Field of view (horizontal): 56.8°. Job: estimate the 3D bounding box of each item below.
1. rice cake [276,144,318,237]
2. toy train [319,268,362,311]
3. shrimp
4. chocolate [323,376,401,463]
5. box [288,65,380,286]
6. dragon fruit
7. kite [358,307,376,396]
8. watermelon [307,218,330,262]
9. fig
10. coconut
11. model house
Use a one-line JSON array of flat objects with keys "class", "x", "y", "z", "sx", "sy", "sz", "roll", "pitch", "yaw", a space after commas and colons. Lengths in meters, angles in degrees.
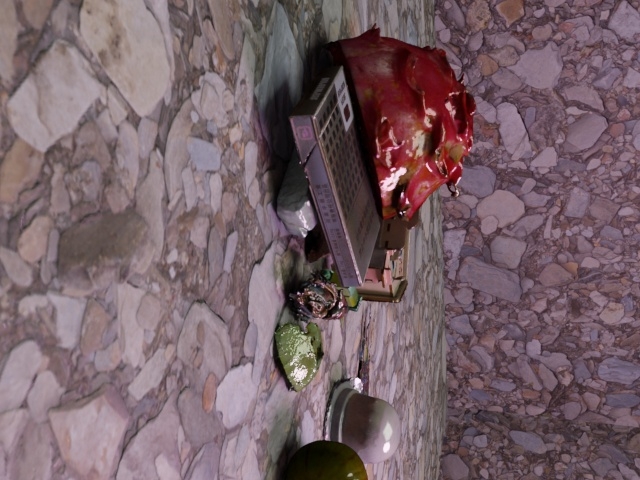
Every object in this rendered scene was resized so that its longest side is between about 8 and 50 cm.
[{"class": "rice cake", "x": -0.023, "y": -0.105, "z": 0.991, "sx": 0.069, "sy": 0.063, "sz": 0.207, "roll": 60, "pitch": 34, "yaw": -48}, {"class": "toy train", "x": 0.037, "y": 0.098, "z": 1.173, "sx": 0.122, "sy": 0.081, "sz": 0.050, "roll": 67, "pitch": 36, "yaw": -52}, {"class": "shrimp", "x": -0.013, "y": 0.104, "z": 1.030, "sx": 0.090, "sy": 0.079, "sz": 0.233, "roll": -50, "pitch": 159, "yaw": 6}, {"class": "chocolate", "x": 0.103, "y": 0.410, "z": 1.302, "sx": 0.221, "sy": 0.147, "sz": 0.222, "roll": -2, "pitch": 90, "yaw": -74}, {"class": "box", "x": 0.035, "y": -0.101, "z": 0.982, "sx": 0.180, "sy": 0.047, "sz": 0.325, "roll": -67, "pitch": 147, "yaw": -48}, {"class": "dragon fruit", "x": 0.164, "y": -0.239, "z": 1.160, "sx": 0.386, "sy": 0.248, "sz": 0.371, "roll": -98, "pitch": 174, "yaw": -71}, {"class": "kite", "x": 0.119, "y": 0.315, "z": 1.557, "sx": 0.152, "sy": 0.015, "sz": 0.286, "roll": 33, "pitch": 63, "yaw": -73}, {"class": "watermelon", "x": 0.010, "y": -0.005, "z": 1.140, "sx": 0.101, "sy": 0.080, "sz": 0.155, "roll": 59, "pitch": 16, "yaw": 13}, {"class": "fig", "x": 0.022, "y": 0.426, "z": 1.065, "sx": 0.259, "sy": 0.151, "sz": 0.152, "roll": 38, "pitch": 55, "yaw": -75}, {"class": "coconut", "x": -0.028, "y": 0.198, "z": 1.020, "sx": 0.158, "sy": 0.055, "sz": 0.133, "roll": -6, "pitch": 96, "yaw": -71}, {"class": "model house", "x": 0.141, "y": 0.026, "z": 1.345, "sx": 0.244, "sy": 0.168, "sz": 0.326, "roll": 80, "pitch": 17, "yaw": -45}]
